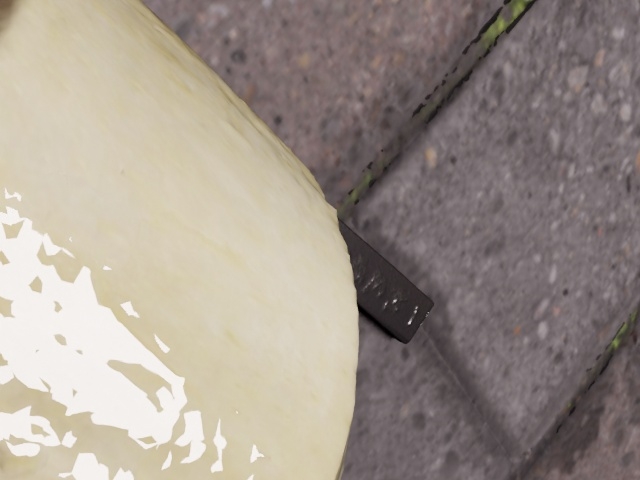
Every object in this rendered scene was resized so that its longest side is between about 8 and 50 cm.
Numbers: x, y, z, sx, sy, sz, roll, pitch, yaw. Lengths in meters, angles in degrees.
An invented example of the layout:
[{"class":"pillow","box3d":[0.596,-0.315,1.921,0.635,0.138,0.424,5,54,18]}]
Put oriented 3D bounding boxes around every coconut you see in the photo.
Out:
[{"class":"coconut","box3d":[-0.150,0.038,0.464,0.323,0.323,0.323,-13,111,-38]}]

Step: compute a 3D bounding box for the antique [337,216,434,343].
[{"class":"antique","box3d":[0.000,0.000,0.774,0.192,0.015,0.031,40,76,-40]}]
